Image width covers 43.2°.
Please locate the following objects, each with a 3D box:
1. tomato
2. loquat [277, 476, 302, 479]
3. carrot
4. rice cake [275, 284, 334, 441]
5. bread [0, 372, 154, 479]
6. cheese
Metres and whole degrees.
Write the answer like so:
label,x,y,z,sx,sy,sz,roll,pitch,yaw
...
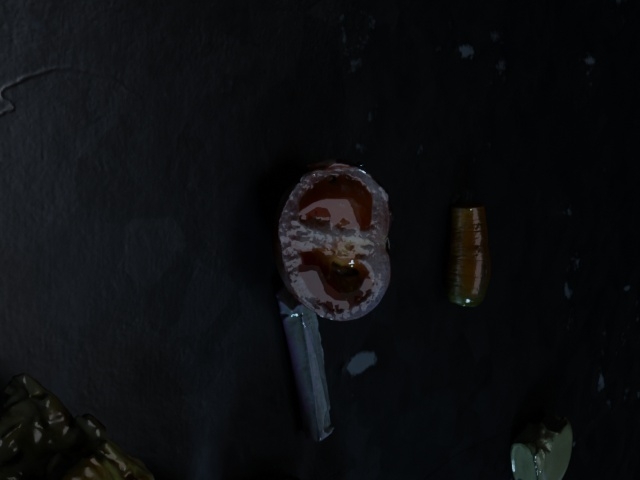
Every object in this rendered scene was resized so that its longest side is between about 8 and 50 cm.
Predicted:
label,x,y,z,sx,sy,sz,roll,pitch,yaw
tomato,0.000,0.000,1.164,0.199,0.112,0.227,8,83,-34
loquat,-0.034,0.423,1.181,0.172,0.204,0.149,-4,112,-5
carrot,0.279,0.026,1.513,0.087,0.087,0.193,2,94,-49
rice cake,-0.022,0.189,1.227,0.055,0.049,0.269,-52,137,-59
bread,-0.367,0.292,0.748,0.314,0.192,0.370,51,52,-30
cheese,0.518,0.488,1.875,0.202,0.091,0.175,-36,123,-41
